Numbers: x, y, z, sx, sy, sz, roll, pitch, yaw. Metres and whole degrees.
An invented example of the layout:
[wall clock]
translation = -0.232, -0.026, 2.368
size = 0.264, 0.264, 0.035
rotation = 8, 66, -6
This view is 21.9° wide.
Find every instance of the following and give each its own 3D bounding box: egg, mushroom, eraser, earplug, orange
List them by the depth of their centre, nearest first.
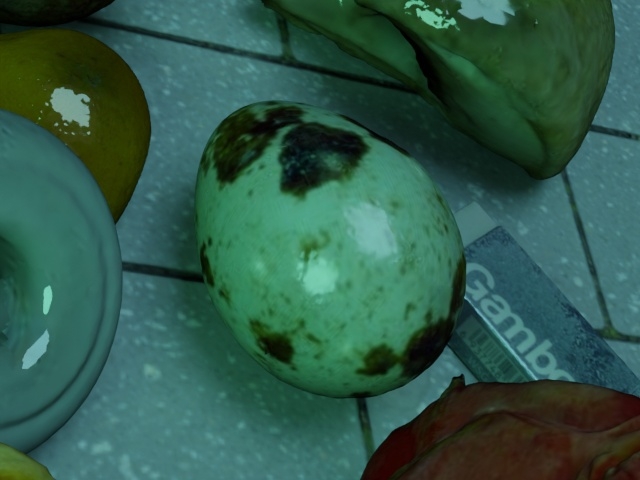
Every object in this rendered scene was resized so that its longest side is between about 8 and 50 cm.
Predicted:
[earplug]
translation = -0.254, -0.016, 0.963
size = 0.325, 0.175, 0.214
rotation = 51, 53, -2
[orange]
translation = -0.175, -0.077, 1.097
size = 0.160, 0.112, 0.170
rotation = -25, 84, -43
[egg]
translation = 0.000, 0.000, 1.103
size = 0.169, 0.169, 0.231
rotation = -9, 50, -37
[eraser]
translation = 0.150, 0.073, 1.226
size = 0.212, 0.046, 0.092
rotation = 49, 45, 10
[mushroom]
translation = 0.121, -0.218, 1.310
size = 0.292, 0.212, 0.217
rotation = 29, 81, 3

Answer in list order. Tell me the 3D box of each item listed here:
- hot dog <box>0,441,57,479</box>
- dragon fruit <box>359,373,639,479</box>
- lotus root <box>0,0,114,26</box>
[hot dog]
translation = -0.276, 0.238, 0.718
size = 0.223, 0.185, 0.405
rotation = 32, 45, -10
[dragon fruit]
translation = 0.128, 0.201, 0.892
size = 0.228, 0.329, 0.286
rotation = -17, 80, -41
[lotus root]
translation = -0.269, -0.260, 1.117
size = 0.397, 0.196, 0.179
rotation = 16, 54, -24
